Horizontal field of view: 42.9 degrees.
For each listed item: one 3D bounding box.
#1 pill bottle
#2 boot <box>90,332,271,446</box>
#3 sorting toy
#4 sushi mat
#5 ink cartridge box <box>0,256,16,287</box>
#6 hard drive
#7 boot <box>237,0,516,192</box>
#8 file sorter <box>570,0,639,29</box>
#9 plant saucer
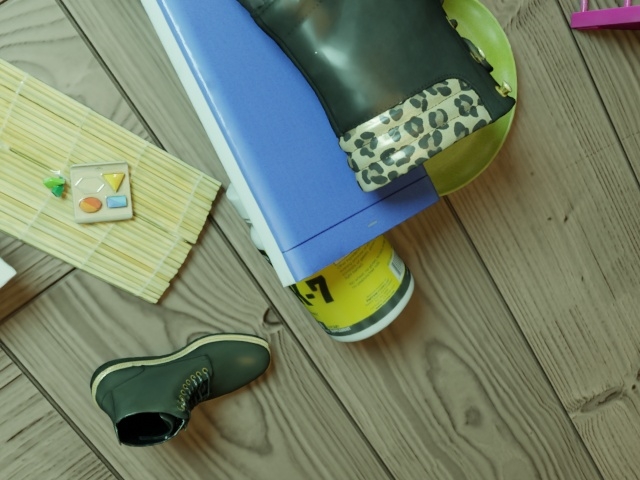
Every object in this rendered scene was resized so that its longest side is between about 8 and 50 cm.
[{"bbox_3d":[0.000,0.000,0.878,0.119,0.119,0.208,-42,113,-9],"label":"pill bottle"},{"bbox_3d":[-0.130,0.162,0.851,0.198,0.137,0.076,-14,107,-19],"label":"boot"},{"bbox_3d":[-0.231,-0.046,0.810,0.083,0.012,0.062,-7,105,-20],"label":"sorting toy"},{"bbox_3d":[-0.264,-0.065,0.811,0.316,0.019,0.151,30,90,-24],"label":"sushi mat"},{"bbox_3d":[-0.470,0.028,0.713,0.296,0.066,0.261,-42,112,-4],"label":"ink cartridge box"},{"bbox_3d":[-0.024,-0.142,0.792,0.210,0.040,0.318,-29,94,-37],"label":"hard drive"},{"bbox_3d":[0.094,-0.240,0.791,0.377,0.138,0.284,-34,97,-34],"label":"boot"},{"bbox_3d":[0.481,-0.341,0.953,0.291,0.202,0.182,-4,101,-21],"label":"file sorter"},{"bbox_3d":[0.114,-0.169,0.932,0.241,0.037,0.241,-5,103,-20],"label":"plant saucer"}]
